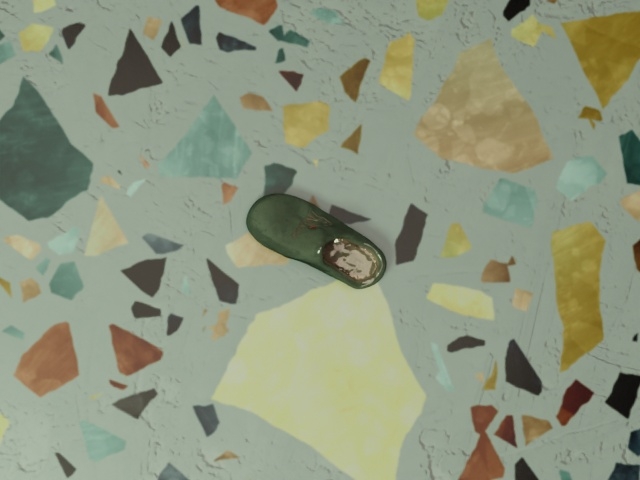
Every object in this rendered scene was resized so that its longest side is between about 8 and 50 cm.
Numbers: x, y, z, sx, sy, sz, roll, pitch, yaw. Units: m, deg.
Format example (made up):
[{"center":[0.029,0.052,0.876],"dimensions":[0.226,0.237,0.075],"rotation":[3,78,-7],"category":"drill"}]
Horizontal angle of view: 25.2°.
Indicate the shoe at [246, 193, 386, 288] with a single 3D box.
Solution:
[{"center":[0.000,0.000,1.849],"dimensions":[0.195,0.078,0.079],"rotation":[28,85,-8],"category":"shoe"}]
